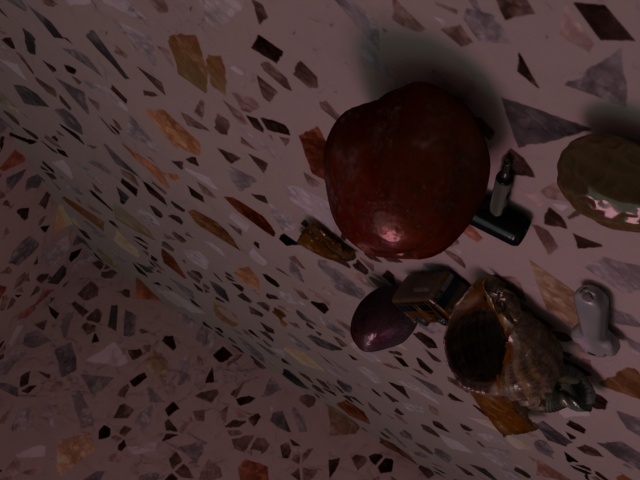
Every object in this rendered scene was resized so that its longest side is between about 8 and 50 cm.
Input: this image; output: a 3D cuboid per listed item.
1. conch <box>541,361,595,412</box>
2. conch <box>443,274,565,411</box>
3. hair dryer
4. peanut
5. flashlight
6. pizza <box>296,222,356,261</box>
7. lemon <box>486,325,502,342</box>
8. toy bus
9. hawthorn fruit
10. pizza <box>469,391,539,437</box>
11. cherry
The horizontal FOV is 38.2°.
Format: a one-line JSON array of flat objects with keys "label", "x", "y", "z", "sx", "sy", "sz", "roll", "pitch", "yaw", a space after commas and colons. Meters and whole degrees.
[{"label": "conch", "x": 0.499, "y": 0.303, "z": 1.956, "sx": 0.153, "sy": 0.102, "sz": 0.135, "roll": 0, "pitch": 140, "yaw": 4}, {"label": "conch", "x": 0.376, "y": 0.211, "z": 1.873, "sx": 0.210, "sy": 0.159, "sz": 0.291, "roll": -20, "pitch": 86, "yaw": 28}, {"label": "hair dryer", "x": 0.304, "y": -0.072, "z": 1.534, "sx": 0.100, "sy": 0.057, "sz": 0.198, "roll": 27, "pitch": 152, "yaw": 20}, {"label": "peanut", "x": 0.456, "y": -0.055, "z": 1.219, "sx": 0.298, "sy": 0.120, "sz": 0.136, "roll": 23, "pitch": 179, "yaw": 32}, {"label": "flashlight", "x": 0.499, "y": 0.145, "z": 1.689, "sx": 0.093, "sy": 0.047, "sz": 0.200, "roll": 22, "pitch": 153, "yaw": 33}, {"label": "pizza", "x": 0.000, "y": 0.000, "z": 2.187, "sx": 0.178, "sy": 0.041, "sz": 0.131, "roll": 12, "pitch": 151, "yaw": 49}, {"label": "lemon", "x": 0.368, "y": 0.196, "z": 1.990, "sx": 0.065, "sy": 0.065, "sz": 0.092, "roll": 33, "pitch": 174, "yaw": 8}, {"label": "toy bus", "x": 0.241, "y": 0.121, "z": 1.992, "sx": 0.103, "sy": 0.091, "sz": 0.182, "roll": 42, "pitch": 161, "yaw": -15}, {"label": "hawthorn fruit", "x": 0.135, "y": -0.105, "z": 1.452, "sx": 0.284, "sy": 0.284, "sz": 0.284, "roll": 32, "pitch": 159, "yaw": 13}, {"label": "pizza", "x": 0.443, "y": 0.388, "z": 2.273, "sx": 0.182, "sy": 0.074, "sz": 0.365, "roll": 20, "pitch": 154, "yaw": 42}, {"label": "cherry", "x": 0.147, "y": 0.187, "z": 2.184, "sx": 0.140, "sy": 0.176, "sz": 0.176, "roll": 61, "pitch": 162, "yaw": 9}]
